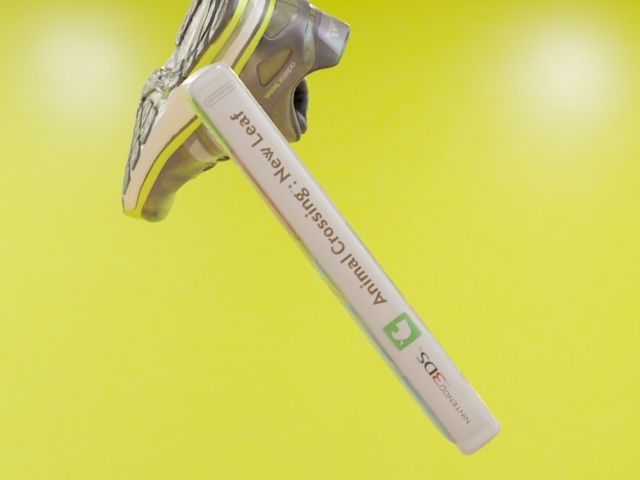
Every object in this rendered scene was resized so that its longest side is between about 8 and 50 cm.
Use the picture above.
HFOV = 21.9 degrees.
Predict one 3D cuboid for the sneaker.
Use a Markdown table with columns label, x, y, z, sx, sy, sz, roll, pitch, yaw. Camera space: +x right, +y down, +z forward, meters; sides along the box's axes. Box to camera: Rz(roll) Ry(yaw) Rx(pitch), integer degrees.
| label | x | y | z | sx | sy | sz | roll | pitch | yaw |
| --- | --- | --- | --- | --- | --- | --- | --- | --- | --- |
| sneaker | -0.077 | -0.098 | 1.333 | 0.121 | 0.111 | 0.300 | 19 | -35 | -16 |

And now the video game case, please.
| label | x | y | z | sx | sy | sz | roll | pitch | yaw |
| --- | --- | --- | --- | --- | --- | --- | --- | --- | --- |
| video game case | 0.000 | 0.000 | 0.774 | 0.023 | 0.193 | 0.212 | -38 | 8 | -2 |
